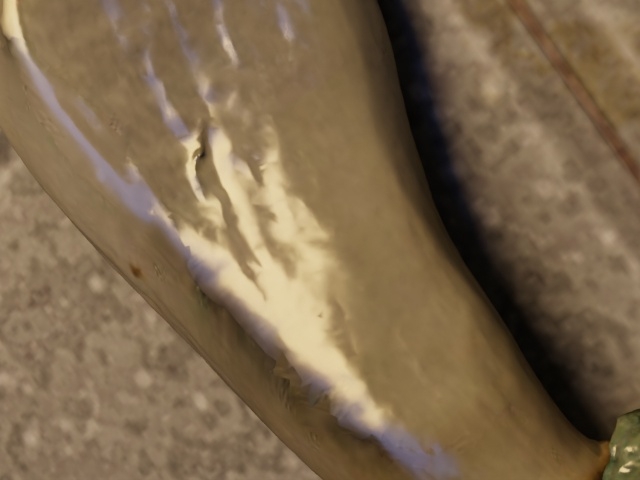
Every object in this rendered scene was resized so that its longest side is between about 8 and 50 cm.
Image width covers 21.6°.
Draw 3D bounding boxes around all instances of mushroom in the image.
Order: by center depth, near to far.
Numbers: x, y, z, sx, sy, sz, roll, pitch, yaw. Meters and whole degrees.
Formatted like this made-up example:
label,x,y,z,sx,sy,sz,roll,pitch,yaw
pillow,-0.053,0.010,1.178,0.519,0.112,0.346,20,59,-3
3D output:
label,x,y,z,sx,sy,sz,roll,pitch,yaw
mushroom,0.000,0.000,0.633,0.159,0.122,0.328,-40,83,39

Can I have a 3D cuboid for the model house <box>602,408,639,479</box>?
label,x,y,z,sx,sy,sz,roll,pitch,yaw
model house,0.145,0.100,0.582,0.083,0.066,0.078,0,81,42
